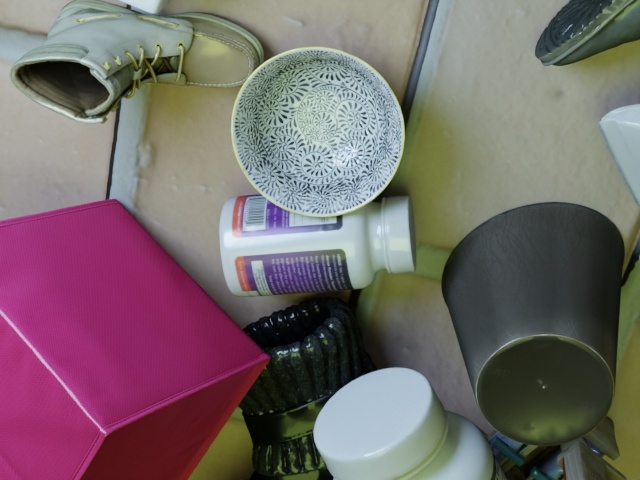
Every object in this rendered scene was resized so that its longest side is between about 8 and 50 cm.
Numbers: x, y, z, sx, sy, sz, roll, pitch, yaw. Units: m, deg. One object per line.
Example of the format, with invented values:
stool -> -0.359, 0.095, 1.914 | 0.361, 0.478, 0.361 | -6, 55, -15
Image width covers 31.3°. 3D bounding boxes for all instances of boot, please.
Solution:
boot -> -0.067, 0.240, 1.284 | 0.348, 0.131, 0.260 | -34, 117, -4
boot -> -0.169, -0.164, 1.085 | 0.213, 0.165, 0.077 | 11, 120, 2
boot -> 0.337, -0.170, 1.086 | 0.189, 0.076, 0.208 | -34, 119, 29

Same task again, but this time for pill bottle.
pill bottle -> 0.000, 0.000, 1.188 | 0.193, 0.108, 0.108 | -4, 118, 9
pill bottle -> 0.118, 0.291, 1.196 | 0.176, 0.176, 0.319 | -20, 118, 17

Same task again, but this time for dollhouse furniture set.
dollhouse furniture set -> 0.242, 0.254, 1.253 | 0.129, 0.184, 0.129 | 38, 116, -13

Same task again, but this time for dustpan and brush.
dustpan and brush -> 0.388, -0.081, 1.084 | 0.211, 0.060, 0.147 | 12, 151, 43

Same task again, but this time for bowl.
bowl -> 0.002, -0.115, 1.136 | 0.170, 0.080, 0.170 | 3, 110, 7

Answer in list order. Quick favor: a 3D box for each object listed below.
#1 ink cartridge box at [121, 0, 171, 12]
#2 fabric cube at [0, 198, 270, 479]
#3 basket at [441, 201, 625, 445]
ink cartridge box -> -0.185, -0.372, 1.003 | 0.207, 0.117, 0.283 | 21, 118, -5
fabric cube -> -0.262, 0.148, 1.165 | 0.258, 0.254, 0.259 | 44, 119, 17
basket -> 0.218, 0.085, 1.141 | 0.204, 0.227, 0.154 | -25, 113, 18
